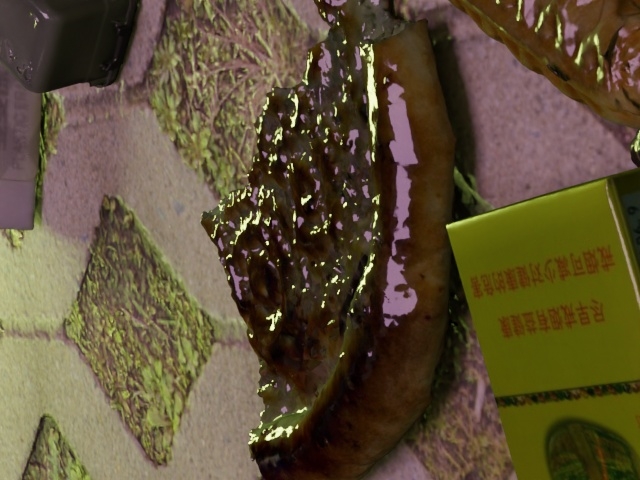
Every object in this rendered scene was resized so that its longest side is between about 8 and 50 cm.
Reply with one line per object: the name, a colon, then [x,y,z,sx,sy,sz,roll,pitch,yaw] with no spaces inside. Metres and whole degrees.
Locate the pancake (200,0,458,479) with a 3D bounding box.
pancake: [0.002,0.005,1.391,0.304,0.067,0.426,62,146,28]

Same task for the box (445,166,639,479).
box: [0.183,0.132,1.140,0.187,0.047,0.335,-17,88,61]

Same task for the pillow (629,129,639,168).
pillow: [0.265,-0.071,0.990,0.189,0.034,0.255,54,139,30]

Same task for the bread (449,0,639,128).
bread: [0.110,-0.170,1.131,0.084,0.077,0.367,46,-179,-43]

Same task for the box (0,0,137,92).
box: [-0.257,-0.215,1.665,0.172,0.093,0.124,43,136,22]

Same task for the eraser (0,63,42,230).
eraser: [-0.352,-0.223,1.854,0.213,0.082,0.396,38,130,46]
